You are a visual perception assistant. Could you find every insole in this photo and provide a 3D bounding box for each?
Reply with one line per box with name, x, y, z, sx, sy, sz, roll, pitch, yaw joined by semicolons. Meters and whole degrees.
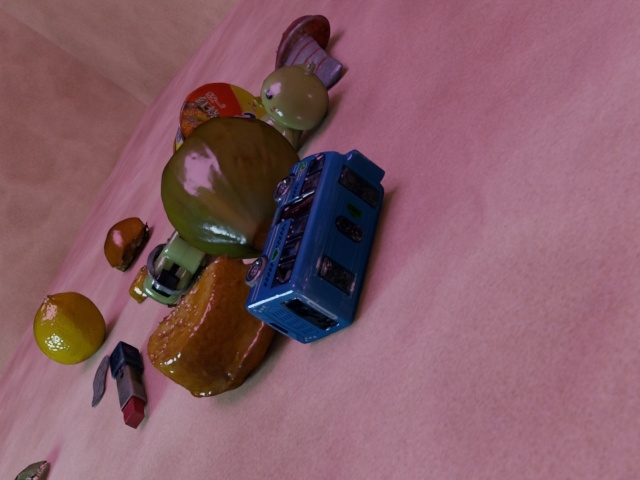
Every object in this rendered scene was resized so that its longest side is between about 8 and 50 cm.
insole;-0.517;0.328;1.790;0.065;0.006;0.193;-53;22;10

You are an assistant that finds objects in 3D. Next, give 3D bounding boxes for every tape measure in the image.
tape measure;-0.302;0.045;1.575;0.175;0.106;0.200;-59;13;-5

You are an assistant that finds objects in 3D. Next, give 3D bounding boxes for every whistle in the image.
whistle;-0.090;-0.218;1.466;0.294;0.141;0.141;-50;22;20

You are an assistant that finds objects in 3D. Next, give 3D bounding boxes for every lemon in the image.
lemon;-0.653;0.224;1.973;0.178;0.203;0.178;-25;22;11

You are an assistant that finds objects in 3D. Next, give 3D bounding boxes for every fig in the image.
fig;-0.134;-0.069;1.238;0.239;0.239;0.271;-49;38;19

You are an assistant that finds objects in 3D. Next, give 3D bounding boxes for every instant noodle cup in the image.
instant noodle cup;-0.234;-0.221;1.704;0.174;0.213;0.213;-32;31;61

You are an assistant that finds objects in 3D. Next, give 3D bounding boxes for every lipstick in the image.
lipstick;-0.372;0.282;1.493;0.051;0.051;0.312;-56;24;1

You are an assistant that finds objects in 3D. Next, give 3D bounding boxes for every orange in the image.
orange;-0.576;0.004;2.240;0.160;0.112;0.170;-42;15;35

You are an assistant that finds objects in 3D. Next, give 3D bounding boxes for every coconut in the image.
coconut;-0.678;0.571;1.734;0.133;0.055;0.158;-18;45;60

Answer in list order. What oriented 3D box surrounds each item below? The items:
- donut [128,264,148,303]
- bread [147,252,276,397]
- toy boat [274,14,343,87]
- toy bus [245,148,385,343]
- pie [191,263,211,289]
donut;-0.442;0.106;1.893;0.097;0.043;0.108;-61;18;-11
bread;-0.155;0.140;1.092;0.229;0.143;0.139;-48;22;26
toy boat;-0.020;-0.368;1.624;0.206;0.096;0.282;-58;33;16
toy bus;0.000;0.000;0.997;0.134;0.113;0.246;-25;40;47
pie;-0.231;0.082;1.506;0.085;0.017;0.085;-45;25;27
